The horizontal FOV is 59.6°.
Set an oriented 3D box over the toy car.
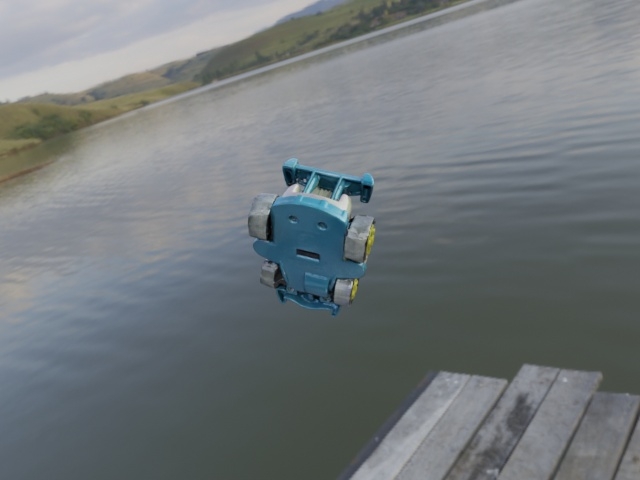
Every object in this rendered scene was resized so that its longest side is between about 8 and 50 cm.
[{"bbox_3d":[0.000,0.000,0.606,0.126,0.162,0.098,13,49,13],"label":"toy car"}]
